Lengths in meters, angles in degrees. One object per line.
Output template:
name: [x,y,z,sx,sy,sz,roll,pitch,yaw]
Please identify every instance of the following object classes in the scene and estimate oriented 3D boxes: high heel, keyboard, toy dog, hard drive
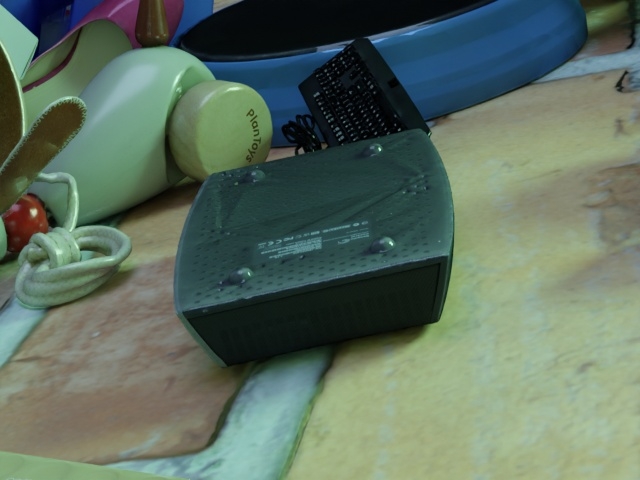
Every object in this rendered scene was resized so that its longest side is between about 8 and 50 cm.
high heel: [-0.229,-0.151,1.431,0.244,0.082,0.117,-31,8,10]
keyboard: [0.014,-0.094,1.174,0.100,0.038,0.192,-43,29,10]
toy dog: [-0.191,-0.087,1.188,0.220,0.161,0.333,-2,23,32]
hard drive: [0.000,0.000,0.975,0.172,0.054,0.255,-12,19,4]

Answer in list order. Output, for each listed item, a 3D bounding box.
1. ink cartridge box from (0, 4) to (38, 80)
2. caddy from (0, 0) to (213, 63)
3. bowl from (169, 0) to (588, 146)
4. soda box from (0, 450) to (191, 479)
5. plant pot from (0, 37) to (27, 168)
ink cartridge box: [-0.361,-0.155,1.397,0.175,0.127,0.072,-34,27,27]
caddy: [-0.239,-0.240,1.639,0.241,0.179,0.341,13,25,9]
bowl: [0.045,-0.188,1.437,0.391,0.077,0.391,-13,19,5]
soda box: [-0.134,0.134,0.690,0.181,0.058,0.061,1,24,38]
plant pot: [-0.413,-0.085,1.292,0.254,0.237,0.237,-19,12,38]
